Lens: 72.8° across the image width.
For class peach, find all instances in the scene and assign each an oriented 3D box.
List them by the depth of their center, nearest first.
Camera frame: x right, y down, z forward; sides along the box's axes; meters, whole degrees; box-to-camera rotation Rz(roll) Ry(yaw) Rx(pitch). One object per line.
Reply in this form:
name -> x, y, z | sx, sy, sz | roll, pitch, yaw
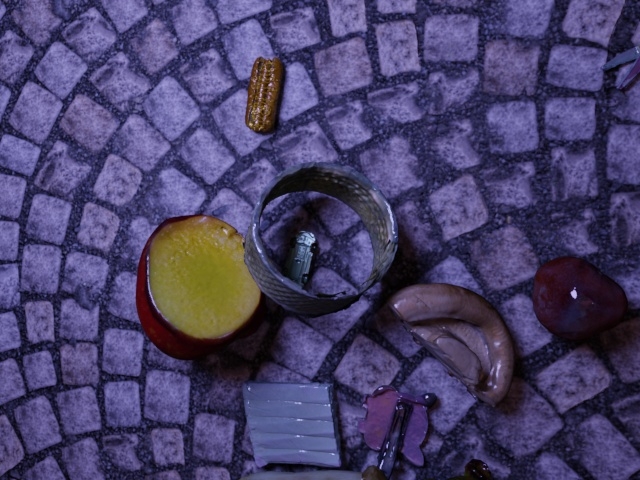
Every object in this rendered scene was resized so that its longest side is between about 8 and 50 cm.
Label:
peach -> 0.463, 0.104, 0.774 | 0.152, 0.152, 0.152 | 0, 89, 10
peach -> -0.250, 0.089, 0.853 | 0.245, 0.249, 0.274 | -21, 80, 31

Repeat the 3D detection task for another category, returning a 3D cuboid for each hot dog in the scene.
hot dog -> -0.124, -0.312, 0.935 | 0.071, 0.045, 0.165 | 9, 90, 8

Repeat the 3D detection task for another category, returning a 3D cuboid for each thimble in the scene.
thimble -> 0.000, 0.000, 0.804 | 0.271, 0.150, 0.270 | 4, 71, -13

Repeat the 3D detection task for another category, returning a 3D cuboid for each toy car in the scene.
toy car -> -0.044, 0.040, 0.921 | 0.059, 0.035, 0.122 | 14, 83, 10

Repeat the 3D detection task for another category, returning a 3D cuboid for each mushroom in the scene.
mushroom -> 0.263, 0.166, 0.816 | 0.286, 0.156, 0.151 | 45, 84, -4
mushroom -> -0.016, 0.510, 0.859 | 0.333, 0.087, 0.107 | -15, 77, 20

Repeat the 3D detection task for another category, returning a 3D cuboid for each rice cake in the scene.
rice cake -> -0.060, 0.381, 0.906 | 0.198, 0.037, 0.189 | -12, 83, 15

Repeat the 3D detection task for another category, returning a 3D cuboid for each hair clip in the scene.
hair clip -> 0.147, 0.384, 0.879 | 0.146, 0.056, 0.187 | 12, 82, 11

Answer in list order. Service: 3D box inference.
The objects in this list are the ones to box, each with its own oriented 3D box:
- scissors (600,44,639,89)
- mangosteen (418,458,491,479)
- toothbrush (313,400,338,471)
scissors -> 0.625, -0.364, 0.818 | 0.187, 0.020, 0.133 | -38, 87, 6
mangosteen -> 0.253, 0.561, 0.733 | 0.300, 0.300, 0.300 | 0, 89, 10
toothbrush -> -0.003, 0.461, 0.914 | 0.018, 0.024, 0.257 | 15, 90, 10
